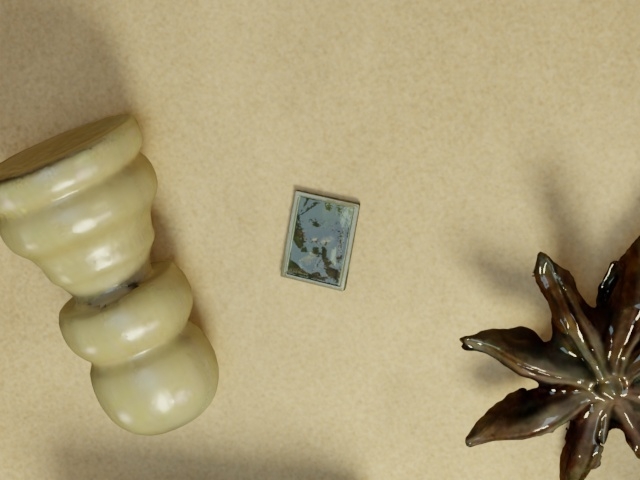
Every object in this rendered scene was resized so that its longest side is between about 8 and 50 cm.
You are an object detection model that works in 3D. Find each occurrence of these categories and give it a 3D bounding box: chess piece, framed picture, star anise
[{"bbox_3d":[-0.192,0.043,1.822,0.167,0.167,0.300,-20,105,17],"label":"chess piece"},{"bbox_3d":[0.000,0.000,1.828,0.066,0.006,0.089,14,107,10],"label":"framed picture"},{"bbox_3d":[0.261,0.126,1.757,0.288,0.088,0.288,0,111,1],"label":"star anise"}]
